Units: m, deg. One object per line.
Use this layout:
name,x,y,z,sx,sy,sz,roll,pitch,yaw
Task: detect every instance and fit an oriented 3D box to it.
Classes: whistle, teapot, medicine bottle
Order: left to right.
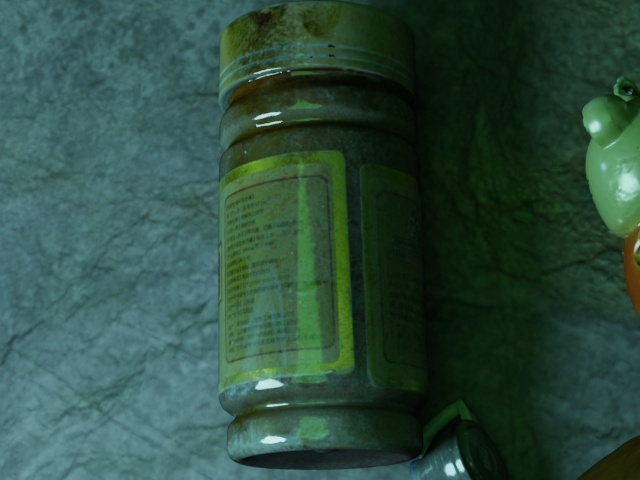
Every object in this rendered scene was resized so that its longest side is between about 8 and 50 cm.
medicine bottle,0.000,0.000,0.982,0.151,0.151,0.322,-6,73,15
teapot,0.095,0.159,0.963,0.057,0.066,0.088,-31,45,25
whistle,0.263,0.011,0.921,0.106,0.131,0.288,-33,68,38

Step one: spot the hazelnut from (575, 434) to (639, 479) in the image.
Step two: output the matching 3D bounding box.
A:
hazelnut,0.247,0.218,0.843,0.210,0.210,0.186,21,50,21
